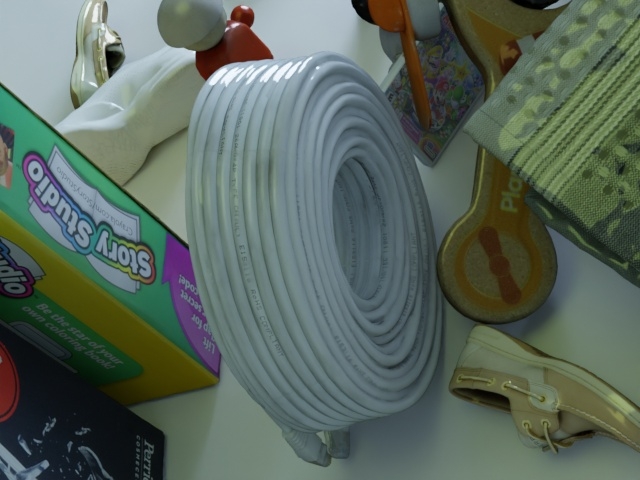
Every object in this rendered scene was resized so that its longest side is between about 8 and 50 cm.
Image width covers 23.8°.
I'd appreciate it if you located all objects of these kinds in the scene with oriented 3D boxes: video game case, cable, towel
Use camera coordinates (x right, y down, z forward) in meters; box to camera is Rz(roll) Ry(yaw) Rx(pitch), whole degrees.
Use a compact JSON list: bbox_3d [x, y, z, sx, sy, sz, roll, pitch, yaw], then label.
[{"bbox_3d":[0.094,-0.128,1.162,0.011,0.087,0.122,24,76,46],"label":"video game case"},{"bbox_3d":[0.000,0.000,1.021,0.089,0.257,0.257,-9,57,25],"label":"cable"},{"bbox_3d":[0.287,-0.095,0.911,0.324,0.056,0.312,-48,57,2],"label":"towel"}]

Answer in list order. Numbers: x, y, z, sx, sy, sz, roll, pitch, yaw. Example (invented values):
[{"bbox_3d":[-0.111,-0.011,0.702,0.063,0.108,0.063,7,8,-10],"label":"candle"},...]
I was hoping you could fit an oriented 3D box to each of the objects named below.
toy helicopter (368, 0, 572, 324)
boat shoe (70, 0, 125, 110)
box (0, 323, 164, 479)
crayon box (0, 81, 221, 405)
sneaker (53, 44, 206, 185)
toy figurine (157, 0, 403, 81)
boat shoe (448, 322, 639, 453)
[{"bbox_3d":[0.130,-0.119,1.063,0.235,0.140,0.355,11,82,-2],"label":"toy helicopter"},{"bbox_3d":[-0.210,-0.178,1.457,0.045,0.050,0.135,-3,58,4],"label":"boat shoe"},{"bbox_3d":[-0.269,0.236,1.015,0.179,0.312,0.343,-20,51,24],"label":"box"},{"bbox_3d":[-0.298,0.018,1.153,0.313,0.363,0.106,-16,51,27],"label":"crayon box"},{"bbox_3d":[-0.187,-0.112,1.376,0.212,0.080,0.094,-32,40,0],"label":"sneaker"},{"bbox_3d":[-0.008,-0.166,1.221,0.213,0.148,0.209,-38,45,7],"label":"toy figurine"},{"bbox_3d":[0.148,0.108,0.980,0.170,0.063,0.059,24,78,54],"label":"boat shoe"}]
